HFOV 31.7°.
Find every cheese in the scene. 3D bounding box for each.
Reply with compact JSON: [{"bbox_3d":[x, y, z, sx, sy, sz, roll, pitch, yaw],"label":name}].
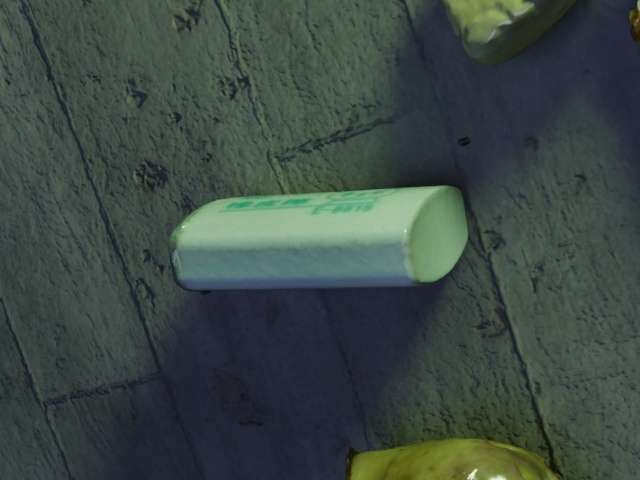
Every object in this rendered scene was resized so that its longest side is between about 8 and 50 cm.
[{"bbox_3d":[0.223,-0.303,1.101,0.263,0.093,0.159,-42,60,33],"label":"cheese"}]

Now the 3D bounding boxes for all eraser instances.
[{"bbox_3d":[0.000,0.000,1.259,0.290,0.189,0.104,-2,100,27],"label":"eraser"}]

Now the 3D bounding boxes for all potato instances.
[{"bbox_3d":[0.180,0.352,1.251,0.237,0.289,0.301,-17,60,13],"label":"potato"}]

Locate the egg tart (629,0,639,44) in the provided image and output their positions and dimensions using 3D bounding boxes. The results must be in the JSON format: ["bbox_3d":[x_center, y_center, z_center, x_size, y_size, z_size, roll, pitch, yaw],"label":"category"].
[{"bbox_3d":[0.419,-0.234,1.037,0.278,0.095,0.279,6,105,25],"label":"egg tart"}]
